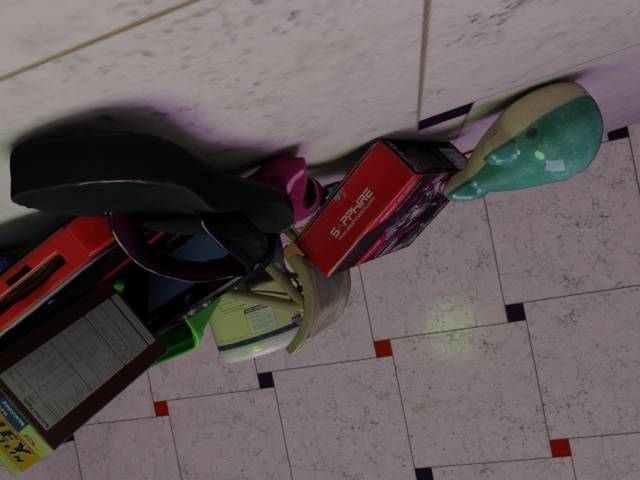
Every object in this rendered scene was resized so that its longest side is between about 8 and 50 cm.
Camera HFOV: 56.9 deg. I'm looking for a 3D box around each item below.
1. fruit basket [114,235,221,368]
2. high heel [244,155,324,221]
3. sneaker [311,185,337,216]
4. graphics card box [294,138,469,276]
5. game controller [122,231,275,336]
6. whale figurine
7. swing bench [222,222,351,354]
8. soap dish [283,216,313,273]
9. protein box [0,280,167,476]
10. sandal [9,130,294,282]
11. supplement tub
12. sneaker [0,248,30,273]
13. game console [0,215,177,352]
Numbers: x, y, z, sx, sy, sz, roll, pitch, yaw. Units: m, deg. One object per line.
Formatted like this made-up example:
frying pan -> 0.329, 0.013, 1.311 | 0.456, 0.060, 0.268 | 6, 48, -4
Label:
fruit basket -> -0.431, 0.150, 1.150 | 0.392, 0.283, 0.392 | -31, -173, 4
high heel -> -0.021, -0.084, 0.862 | 0.117, 0.082, 0.244 | -18, 169, 25
sneaker -> 0.004, -0.091, 1.317 | 0.073, 0.063, 0.162 | 2, 165, -25
graphics card box -> 0.135, -0.070, 1.077 | 0.233, 0.094, 0.371 | -51, 163, 25
game controller -> -0.198, 0.043, 0.925 | 0.319, 0.067, 0.166 | -33, -146, 20
whale figurine -> 0.333, -0.132, 0.968 | 0.216, 0.141, 0.272 | -15, 159, -50
swing bench -> -0.074, 0.056, 1.091 | 0.254, 0.165, 0.253 | 28, -169, 13
soap dish -> 0.000, 0.000, 1.572 | 0.229, 0.118, 0.291 | -52, 179, -3
protein box -> -0.365, 0.195, 0.831 | 0.200, 0.136, 0.201 | -36, -176, 43
sandal -> -0.145, -0.010, 0.623 | 0.167, 0.107, 0.446 | -7, 175, 14
supplement tub -> -0.192, 0.130, 1.537 | 0.235, 0.325, 0.235 | -18, 178, -1
sneaker -> -0.504, 0.074, 0.797 | 0.240, 0.091, 0.126 | -30, 168, -1
game console -> -0.376, 0.079, 0.814 | 0.386, 0.060, 0.342 | -38, -177, -1
